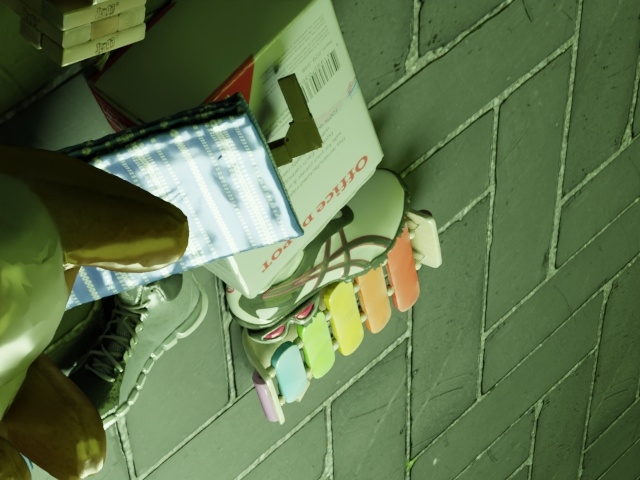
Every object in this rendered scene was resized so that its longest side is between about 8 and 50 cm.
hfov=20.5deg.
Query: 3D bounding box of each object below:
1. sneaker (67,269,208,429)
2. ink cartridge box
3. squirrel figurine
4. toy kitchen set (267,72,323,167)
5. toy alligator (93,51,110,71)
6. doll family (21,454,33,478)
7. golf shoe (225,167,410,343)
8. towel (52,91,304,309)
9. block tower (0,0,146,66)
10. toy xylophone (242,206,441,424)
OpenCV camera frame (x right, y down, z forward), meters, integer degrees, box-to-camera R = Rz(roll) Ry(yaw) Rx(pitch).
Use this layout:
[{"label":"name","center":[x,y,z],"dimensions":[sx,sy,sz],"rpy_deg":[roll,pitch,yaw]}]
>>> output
[{"label":"sneaker","center":[-0.215,0.091,1.862],"dimensions":[0.229,0.086,0.132],"rpy_deg":[-51,148,-29]},{"label":"ink cartridge box","center":[-0.076,-0.117,1.785],"dimensions":[0.226,0.131,0.306],"rpy_deg":[-46,151,-16]},{"label":"squirrel figurine","center":[-0.352,0.104,1.372],"dimensions":[0.281,0.397,0.370],"rpy_deg":[-43,156,-56]},{"label":"toy kitchen set","center":[-0.049,-0.110,1.679],"dimensions":[0.083,0.075,0.068],"rpy_deg":[-21,-170,5]},{"label":"toy alligator","center":[-0.181,-0.244,1.579],"dimensions":[0.051,0.056,0.190],"rpy_deg":[22,107,-18]},{"label":"doll family","center":[-0.334,0.269,1.856],"dimensions":[0.163,0.118,0.263],"rpy_deg":[-33,127,-24]},{"label":"golf shoe","center":[0.000,0.000,2.060],"dimensions":[0.273,0.105,0.120],"rpy_deg":[-45,143,-19]},{"label":"towel","center":[-0.198,-0.012,1.634],"dimensions":[0.336,0.040,0.243],"rpy_deg":[-18,149,3]},{"label":"block tower","center":[-0.188,-0.307,1.380],"dimensions":[0.097,0.091,0.335],"rpy_deg":[-26,139,-39]},{"label":"toy xylophone","center":[0.025,0.093,2.215],"dimensions":[0.323,0.081,0.236],"rpy_deg":[-48,151,-12]}]
